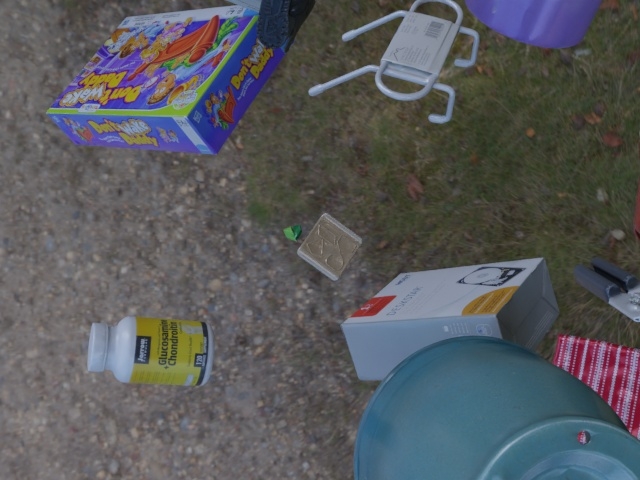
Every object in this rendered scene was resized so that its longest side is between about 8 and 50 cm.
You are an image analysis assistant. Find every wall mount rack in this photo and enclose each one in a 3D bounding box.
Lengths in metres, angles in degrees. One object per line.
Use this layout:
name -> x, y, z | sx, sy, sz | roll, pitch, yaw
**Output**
wall mount rack -> 0.155, -0.374, 1.607 | 0.304, 0.130, 0.350 | 18, 52, 12

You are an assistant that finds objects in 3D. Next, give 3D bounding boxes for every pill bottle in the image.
pill bottle -> -0.266, 0.173, 1.216 | 0.184, 0.103, 0.103 | 6, 91, -20

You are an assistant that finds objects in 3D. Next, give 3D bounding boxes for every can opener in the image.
can opener -> 0.556, 0.104, 1.434 | 0.074, 0.280, 0.093 | -23, 108, -1

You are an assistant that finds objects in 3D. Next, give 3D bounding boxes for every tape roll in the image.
tape roll -> 0.310, -0.363, 1.125 | 0.189, 0.189, 0.080 | 36, 137, 20

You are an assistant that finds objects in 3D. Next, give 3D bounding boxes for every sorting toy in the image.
sorting toy -> 0.000, 0.000, 0.891 | 0.083, 0.012, 0.062 | 36, 68, -3

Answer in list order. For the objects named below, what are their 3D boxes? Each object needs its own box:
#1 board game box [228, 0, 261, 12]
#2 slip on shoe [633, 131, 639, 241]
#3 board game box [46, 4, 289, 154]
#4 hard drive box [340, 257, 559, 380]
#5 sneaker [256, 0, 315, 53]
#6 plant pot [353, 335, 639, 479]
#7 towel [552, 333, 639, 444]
board game box -> -0.026, -0.443, 1.014 | 0.275, 0.144, 0.142 | -37, 61, 35
slip on shoe -> 0.540, -0.048, 1.201 | 0.101, 0.331, 0.123 | -40, 44, -13
board game box -> -0.239, -0.252, 1.206 | 0.347, 0.078, 0.233 | 8, 58, 39
hard drive box -> 0.176, 0.108, 1.048 | 0.232, 0.181, 0.089 | -10, 106, 37
sneaker -> -0.032, -0.277, 0.856 | 0.051, 0.089, 0.170 | 24, 127, 2
plant pot -> 0.184, 0.237, 0.729 | 0.271, 0.255, 0.272 | 0, 88, -7
towel -> 0.531, 0.284, 1.374 | 0.274, 0.031, 0.199 | 9, 77, 39
